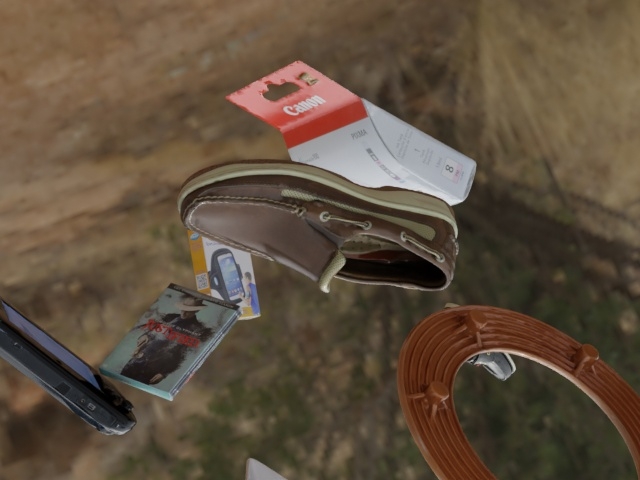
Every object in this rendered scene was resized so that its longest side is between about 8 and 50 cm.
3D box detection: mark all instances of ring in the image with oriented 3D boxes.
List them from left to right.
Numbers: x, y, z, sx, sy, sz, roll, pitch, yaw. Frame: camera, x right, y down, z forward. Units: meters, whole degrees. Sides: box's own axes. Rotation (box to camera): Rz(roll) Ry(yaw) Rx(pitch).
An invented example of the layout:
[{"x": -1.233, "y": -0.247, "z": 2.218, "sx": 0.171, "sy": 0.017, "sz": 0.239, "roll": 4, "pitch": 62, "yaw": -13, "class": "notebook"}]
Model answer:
[{"x": 0.226, "y": 0.185, "z": 1.710, "sx": 0.337, "sy": 0.336, "sz": 0.032, "roll": -9, "pitch": 144, "yaw": -45, "class": "ring"}]

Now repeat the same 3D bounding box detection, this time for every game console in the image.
[{"x": -0.306, "y": 0.047, "z": 1.567, "sx": 0.044, "sy": 0.361, "sz": 0.213, "roll": -44, "pitch": -156, "yaw": 9, "class": "game console"}]

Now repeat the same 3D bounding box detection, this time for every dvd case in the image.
[{"x": -0.140, "y": 0.094, "z": 1.654, "sx": 0.119, "sy": 0.087, "sz": 0.013, "roll": -50, "pitch": 142, "yaw": -33, "class": "dvd case"}]

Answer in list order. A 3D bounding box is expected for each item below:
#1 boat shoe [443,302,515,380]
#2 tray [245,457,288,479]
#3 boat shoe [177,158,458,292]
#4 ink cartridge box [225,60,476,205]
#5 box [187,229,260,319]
[{"x": 0.183, "y": 0.129, "z": 2.097, "sx": 0.049, "sy": 0.042, "sz": 0.133, "roll": 1, "pitch": 144, "yaw": 49, "class": "boat shoe"}, {"x": 0.011, "y": 0.378, "z": 2.189, "sx": 0.030, "sy": 0.270, "sz": 0.145, "roll": -53, "pitch": -169, "yaw": 16, "class": "tray"}, {"x": 0.002, "y": -0.005, "z": 1.554, "sx": 0.257, "sy": 0.095, "sz": 0.095, "roll": 6, "pitch": 139, "yaw": -12, "class": "boat shoe"}, {"x": 0.023, "y": -0.097, "z": 1.899, "sx": 0.232, "sy": 0.066, "sz": 0.189, "roll": 24, "pitch": 161, "yaw": -23, "class": "ink cartridge box"}, {"x": -0.121, "y": 0.033, "z": 2.201, "sx": 0.028, "sy": 0.136, "sz": 0.081, "roll": -14, "pitch": 173, "yaw": 42, "class": "box"}]
